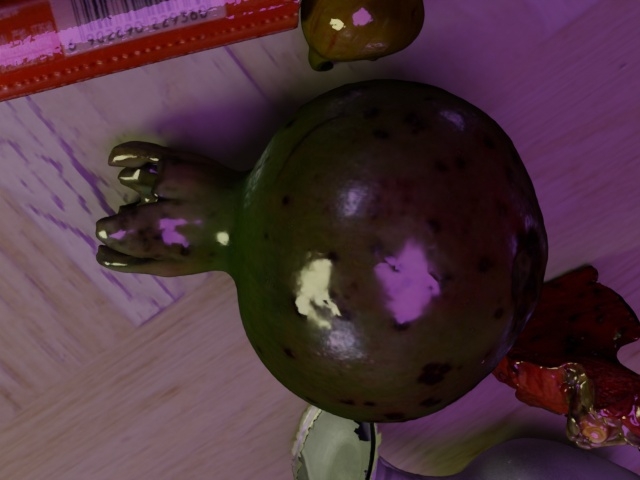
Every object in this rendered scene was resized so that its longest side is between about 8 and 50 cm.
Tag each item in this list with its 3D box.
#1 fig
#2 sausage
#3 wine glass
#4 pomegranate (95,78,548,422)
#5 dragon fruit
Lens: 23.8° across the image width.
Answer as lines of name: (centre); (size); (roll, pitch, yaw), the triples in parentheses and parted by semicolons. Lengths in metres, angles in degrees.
fig: (0.019, -0.151, 1.044); (0.082, 0.084, 0.098); (46, 111, 4)
sausage: (-0.151, -0.142, 1.004); (0.274, 0.074, 0.074); (-16, 123, -6)
wine glass: (0.132, 0.215, 1.252); (0.321, 0.143, 0.143); (21, 112, -26)
pomegranate: (0.005, 0.016, 1.065); (0.306, 0.242, 0.242); (-13, 125, 16)
dragon fruit: (0.213, 0.106, 1.183); (0.122, 0.192, 0.092); (-30, 117, -14)
